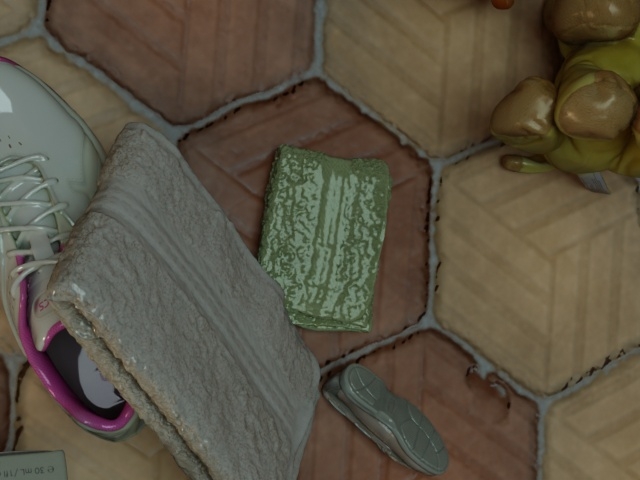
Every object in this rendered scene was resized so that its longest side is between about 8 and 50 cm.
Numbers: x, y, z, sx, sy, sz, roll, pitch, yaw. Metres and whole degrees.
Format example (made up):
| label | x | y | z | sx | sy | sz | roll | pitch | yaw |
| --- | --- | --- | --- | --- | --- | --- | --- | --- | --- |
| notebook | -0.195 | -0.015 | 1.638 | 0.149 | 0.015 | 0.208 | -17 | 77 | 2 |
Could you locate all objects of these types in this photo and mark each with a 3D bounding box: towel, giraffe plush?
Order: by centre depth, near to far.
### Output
| label | x | y | z | sx | sy | sz | roll | pitch | yaw |
| --- | --- | --- | --- | --- | --- | --- | --- | --- | --- |
| towel | -0.085 | 0.072 | 1.024 | 0.282 | 0.049 | 0.187 | 56 | 30 | -30 |
| towel | 0.000 | 0.000 | 1.153 | 0.110 | 0.027 | 0.148 | 9 | 87 | -18 |
| giraffe plush | 0.238 | -0.145 | 1.162 | 0.181 | 0.210 | 0.171 | 8 | 80 | 6 |

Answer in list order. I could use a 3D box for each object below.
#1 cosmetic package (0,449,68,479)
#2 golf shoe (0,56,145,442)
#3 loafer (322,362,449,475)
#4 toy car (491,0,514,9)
| label | x | y | z | sx | sy | sz | roll | pitch | yaw |
| --- | --- | --- | --- | --- | --- | --- | --- | --- | --- |
| cosmetic package | -0.233 | 0.309 | 0.951 | 0.113 | 0.160 | 0.310 | 1 | 72 | -33 |
| golf shoe | -0.190 | 0.006 | 1.023 | 0.115 | 0.140 | 0.306 | -25 | 96 | -2 |
| loafer | 0.054 | 0.151 | 1.167 | 0.125 | 0.039 | 0.045 | 45 | 43 | -16 |
| toy car | 0.126 | -0.274 | 1.158 | 0.136 | 0.159 | 0.182 | -30 | 101 | 20 |
